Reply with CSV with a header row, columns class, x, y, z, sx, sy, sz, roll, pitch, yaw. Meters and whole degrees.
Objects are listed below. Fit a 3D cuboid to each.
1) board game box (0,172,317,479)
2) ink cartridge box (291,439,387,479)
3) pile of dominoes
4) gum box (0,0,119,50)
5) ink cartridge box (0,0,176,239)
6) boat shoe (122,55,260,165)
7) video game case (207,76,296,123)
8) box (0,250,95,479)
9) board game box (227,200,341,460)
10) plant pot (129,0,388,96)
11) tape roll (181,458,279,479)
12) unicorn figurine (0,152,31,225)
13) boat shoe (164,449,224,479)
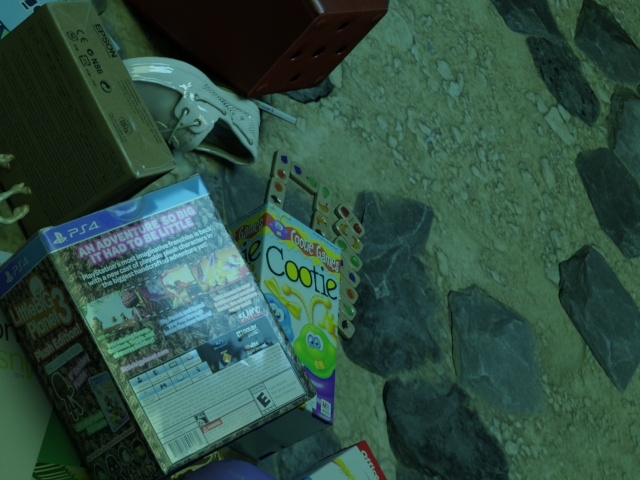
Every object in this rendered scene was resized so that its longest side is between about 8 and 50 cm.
class,x,y,z,sx,sy,sz,roll,pitch,yaw
board game box,-0.185,0.107,1.693,0.232,0.141,0.291,-23,81,-42
ink cartridge box,0.029,0.348,1.964,0.231,0.078,0.134,-25,85,-55
pile of dominoes,0.000,0.000,2.215,0.196,0.040,0.251,36,42,-28
gum box,-0.363,-0.266,1.973,0.157,0.041,0.184,52,37,-10
ink cartridge box,-0.308,-0.139,1.816,0.088,0.193,0.234,-21,83,-56
boat shoe,-0.179,-0.169,2.073,0.277,0.098,0.096,18,51,-44
video game case,-0.103,-0.204,2.214,0.122,0.087,0.011,22,94,-39
box,-0.317,0.170,1.698,0.232,0.058,0.322,16,54,-43
board game box,-0.074,0.115,1.954,0.144,0.142,0.275,33,43,-33
plant pot,-0.065,-0.354,2.165,0.267,0.267,0.236,-17,68,-54
tape roll,-0.100,0.349,1.721,0.189,0.080,0.189,-15,115,-36
unicorn figurine,-0.393,-0.051,1.754,0.111,0.060,0.162,-17,45,-29
boat shoe,-0.183,0.199,1.810,0.103,0.092,0.285,-8,72,-32
